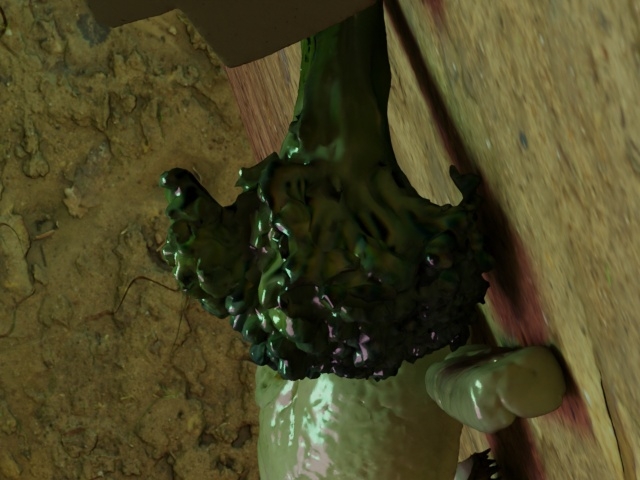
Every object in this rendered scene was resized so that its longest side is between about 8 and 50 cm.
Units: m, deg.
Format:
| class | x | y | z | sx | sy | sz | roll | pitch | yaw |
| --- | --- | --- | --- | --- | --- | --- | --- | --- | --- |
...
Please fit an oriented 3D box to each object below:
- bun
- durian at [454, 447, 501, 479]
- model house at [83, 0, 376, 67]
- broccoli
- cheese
| class | x | y | z | sx | sy | sz | roll | pitch | yaw |
| --- | --- | --- | --- | --- | --- | --- | --- | --- | --- |
| bun | 0.025 | 0.118 | 1.120 | 0.244 | 0.153 | 0.244 | -169 | 90 | -87 |
| durian | 0.105 | 0.263 | 1.198 | 0.144 | 0.139 | 0.252 | 66 | 168 | 1 |
| model house | -0.055 | -0.246 | 0.875 | 0.181 | 0.176 | 0.248 | 54 | -148 | -34 |
| broccoli | -0.014 | -0.039 | 0.927 | 0.177 | 0.198 | 0.275 | 104 | 146 | -71 |
| cheese | 0.106 | 0.091 | 0.915 | 0.194 | 0.065 | 0.043 | 157 | 88 | -84 |
